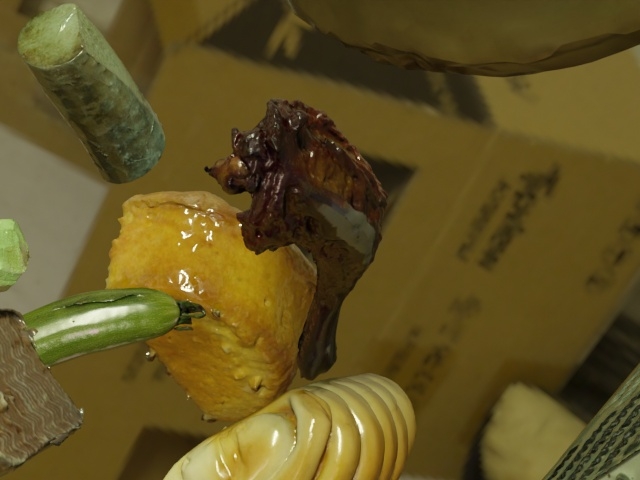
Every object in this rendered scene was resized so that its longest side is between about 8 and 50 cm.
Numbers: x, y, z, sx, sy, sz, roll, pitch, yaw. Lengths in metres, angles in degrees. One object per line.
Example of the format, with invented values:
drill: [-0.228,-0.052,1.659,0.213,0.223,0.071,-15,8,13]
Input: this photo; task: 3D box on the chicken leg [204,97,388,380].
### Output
chicken leg: [0.000,0.000,1.781,0.158,0.407,0.096,-36,57,-16]

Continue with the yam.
yam: [-0.181,-0.118,1.466,0.068,0.068,0.169,59,-2,37]

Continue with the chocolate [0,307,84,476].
chocolate: [-0.313,0.149,1.656,0.148,0.093,0.214,56,16,4]

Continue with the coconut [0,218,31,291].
coconut: [-0.377,0.018,2.094,0.081,0.083,0.082,-7,13,-6]

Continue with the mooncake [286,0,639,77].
mooncake: [0.128,-0.285,1.111,0.394,0.393,0.246,42,-12,47]

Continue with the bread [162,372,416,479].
bread: [-0.008,0.196,1.612,0.121,0.173,0.311,61,18,10]

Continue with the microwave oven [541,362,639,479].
microwave oven: [0.332,0.181,0.893,0.394,0.247,0.333,46,50,4]

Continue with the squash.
squash: [-0.289,0.107,2.058,0.318,0.071,0.080,-19,65,-7]

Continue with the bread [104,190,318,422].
bread: [-0.107,0.079,2.245,0.340,0.179,0.194,56,45,-38]
